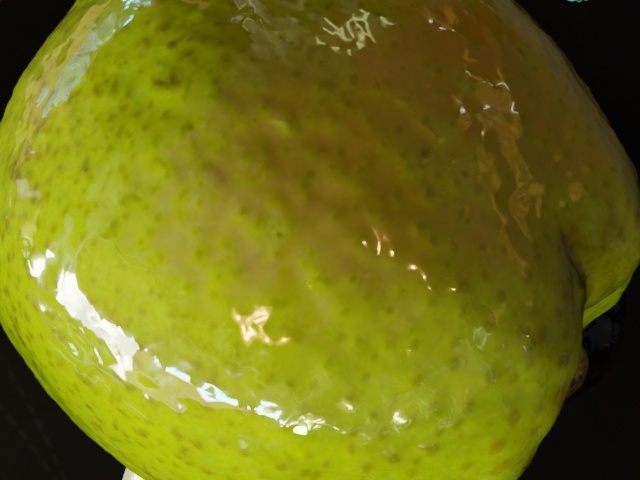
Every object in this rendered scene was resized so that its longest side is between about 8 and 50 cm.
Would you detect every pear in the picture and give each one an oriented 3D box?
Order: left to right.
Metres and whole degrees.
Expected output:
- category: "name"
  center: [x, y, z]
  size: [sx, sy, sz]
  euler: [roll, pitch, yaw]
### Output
- category: "pear"
  center: [0.000, 0.000, 0.680]
  size: [0.391, 0.391, 0.391]
  euler: [-6, 67, 15]

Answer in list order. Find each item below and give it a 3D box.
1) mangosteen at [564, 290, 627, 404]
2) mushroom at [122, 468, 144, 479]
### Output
- category: "mangosteen"
  center: [0.233, 0.091, 1.258]
  size: [0.243, 0.243, 0.243]
  euler: [-6, 67, 15]
- category: "mushroom"
  center: [-0.158, 0.198, 1.634]
  size: [0.315, 0.356, 0.315]
  euler: [-5, 34, 3]
